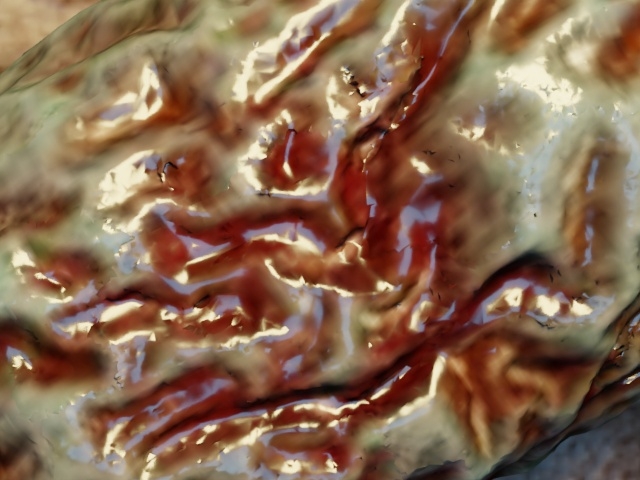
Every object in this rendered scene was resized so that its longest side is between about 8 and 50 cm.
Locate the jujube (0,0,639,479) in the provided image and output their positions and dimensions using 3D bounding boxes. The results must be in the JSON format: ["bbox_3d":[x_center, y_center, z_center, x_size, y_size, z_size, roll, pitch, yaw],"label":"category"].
[{"bbox_3d":[0.000,0.000,0.531,0.317,0.226,0.226,-33,98,-3],"label":"jujube"}]
